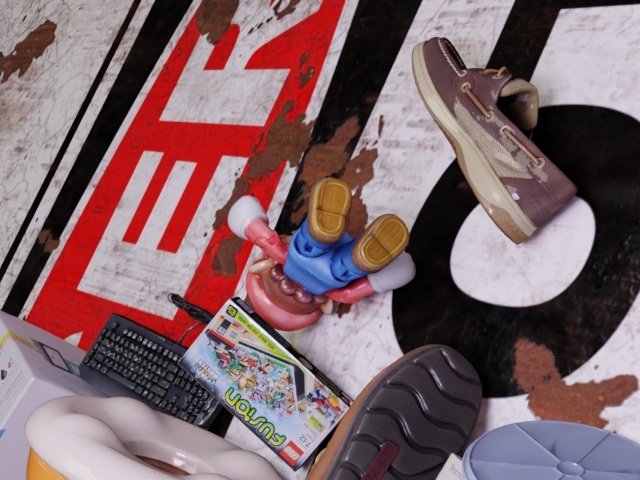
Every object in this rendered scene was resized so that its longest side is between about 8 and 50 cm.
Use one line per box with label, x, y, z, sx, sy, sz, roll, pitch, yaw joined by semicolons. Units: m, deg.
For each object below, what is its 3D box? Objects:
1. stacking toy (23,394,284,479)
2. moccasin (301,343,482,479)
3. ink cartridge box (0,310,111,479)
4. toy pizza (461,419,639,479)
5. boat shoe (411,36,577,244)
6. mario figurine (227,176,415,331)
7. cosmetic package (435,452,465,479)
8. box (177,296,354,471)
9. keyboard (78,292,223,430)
stacking toy;-0.259;0.458;1.510;0.350;0.350;0.480;26;95;56
moccasin;0.051;0.269;1.355;0.380;0.139;0.147;-58;5;-29
ink cartridge box;-0.462;0.274;1.983;0.198;0.197;0.270;-57;34;2
toy pizza;0.233;0.229;1.176;0.201;0.201;0.032;34;127;56
boat shoe;0.217;-0.150;1.535;0.123;0.123;0.342;-36;43;17
mario figurine;0.000;0.000;1.619;0.198;0.170;0.320;65;153;6
cosmetic package;0.127;0.389;1.230;0.310;0.113;0.160;-60;34;-1
box;-0.069;0.181;1.584;0.114;0.207;0.036;-51;-10;11
keyboard;-0.229;0.167;1.868;0.317;0.033;0.202;20;69;44
